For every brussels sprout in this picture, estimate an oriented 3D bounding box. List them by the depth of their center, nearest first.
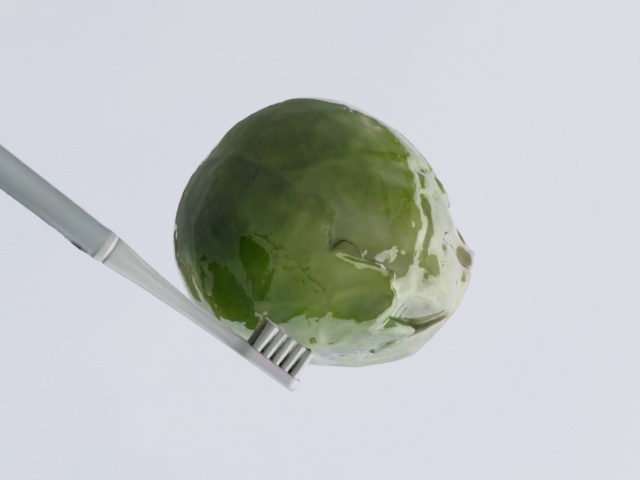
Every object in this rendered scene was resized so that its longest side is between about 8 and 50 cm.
[{"bbox_3d":[0.000,0.000,1.647,0.244,0.244,0.244,-30,-150,19],"label":"brussels sprout"}]

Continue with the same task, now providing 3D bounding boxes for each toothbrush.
[{"bbox_3d":[-0.141,-0.014,1.152,0.030,0.342,0.025,-54,-163,0],"label":"toothbrush"}]
